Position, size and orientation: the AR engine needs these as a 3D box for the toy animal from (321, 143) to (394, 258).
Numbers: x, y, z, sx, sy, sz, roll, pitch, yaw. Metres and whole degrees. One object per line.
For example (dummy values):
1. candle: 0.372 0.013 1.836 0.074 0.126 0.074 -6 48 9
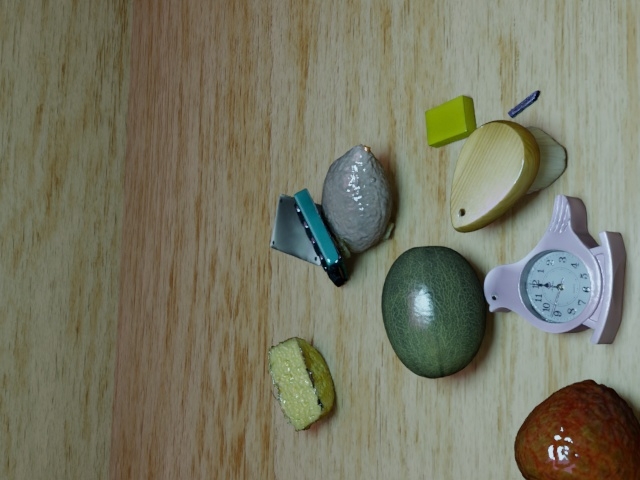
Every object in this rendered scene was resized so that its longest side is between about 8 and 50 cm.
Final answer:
1. toy animal: 0.102 -0.101 1.573 0.358 0.188 0.227 95 152 -52

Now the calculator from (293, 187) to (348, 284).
1. calculator: 0.000 0.000 1.637 0.058 0.274 0.248 -27 76 -3

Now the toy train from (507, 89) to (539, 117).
1. toy train: 0.468 -0.312 1.340 0.083 0.017 0.017 -39 61 38

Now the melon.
1. melon: 0.261 0.164 1.353 0.237 0.237 0.302 -14 76 46

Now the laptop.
1. laptop: -0.069 -0.038 1.897 0.269 0.015 0.188 19 100 47

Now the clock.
1. clock: 0.491 0.048 1.234 0.275 0.080 0.291 9 92 47

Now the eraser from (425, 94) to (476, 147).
1. eraser: 0.326 -0.297 1.474 0.122 0.045 0.097 -17 73 46

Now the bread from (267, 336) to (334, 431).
1. bread: -0.047 0.420 1.738 0.160 0.147 0.261 -39 62 27

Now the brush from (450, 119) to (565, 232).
1. brush: 0.395 -0.131 1.292 0.174 0.166 0.267 46 119 38

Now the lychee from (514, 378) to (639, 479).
1. lychee: 0.478 0.411 1.088 0.300 0.255 0.255 -49 43 -13
